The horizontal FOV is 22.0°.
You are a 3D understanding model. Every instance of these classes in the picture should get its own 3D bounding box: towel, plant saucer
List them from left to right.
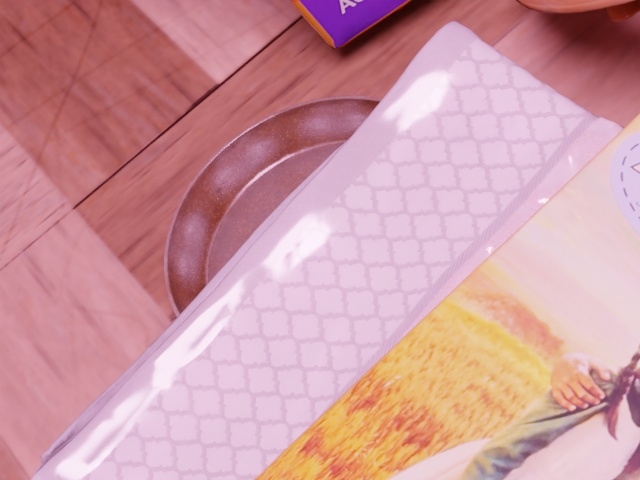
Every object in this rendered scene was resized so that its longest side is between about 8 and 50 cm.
[{"bbox_3d":[0.000,0.000,0.862,0.168,0.029,0.168,-11,54,16],"label":"plant saucer"},{"bbox_3d":[0.071,0.090,0.735,0.317,0.053,0.332,38,80,29],"label":"towel"}]

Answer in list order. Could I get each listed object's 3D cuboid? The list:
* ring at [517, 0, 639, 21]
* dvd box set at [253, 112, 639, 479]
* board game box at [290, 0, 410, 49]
[{"bbox_3d":[0.239,-0.208,0.799,0.337,0.032,0.336,-32,19,13],"label":"ring"},{"bbox_3d":[0.173,0.102,0.626,0.420,0.062,0.307,-43,58,-5],"label":"dvd box set"},{"bbox_3d":[0.017,-0.403,0.868,0.357,0.356,0.356,-33,47,13],"label":"board game box"}]
